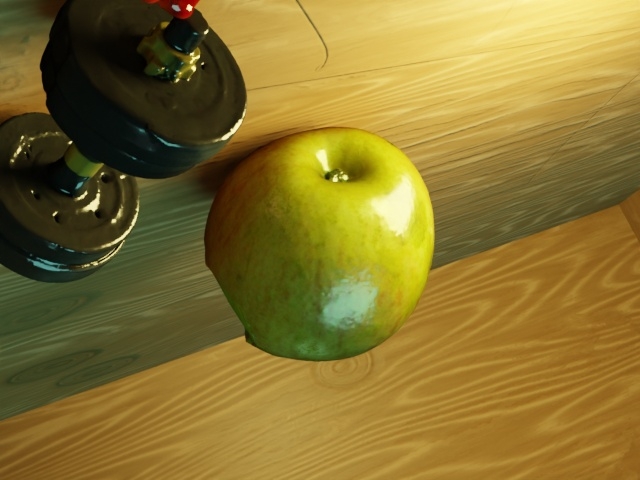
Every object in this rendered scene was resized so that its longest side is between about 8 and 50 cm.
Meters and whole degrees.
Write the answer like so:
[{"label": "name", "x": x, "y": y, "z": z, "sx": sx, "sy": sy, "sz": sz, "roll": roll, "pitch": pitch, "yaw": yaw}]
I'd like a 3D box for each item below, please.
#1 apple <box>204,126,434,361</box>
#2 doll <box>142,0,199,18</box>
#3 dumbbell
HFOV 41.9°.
[{"label": "apple", "x": 0.000, "y": 0.000, "z": 1.205, "sx": 0.339, "sy": 0.340, "sz": 0.339, "roll": -21, "pitch": 165, "yaw": -6}, {"label": "doll", "x": -0.051, "y": -0.270, "z": 0.617, "sx": 0.245, "sy": 0.076, "sz": 0.142, "roll": -48, "pitch": 170, "yaw": 15}, {"label": "dumbbell", "x": -0.221, "y": -0.095, "z": 0.821, "sx": 0.185, "sy": 0.185, "sz": 0.388, "roll": -7, "pitch": 157, "yaw": -45}]
